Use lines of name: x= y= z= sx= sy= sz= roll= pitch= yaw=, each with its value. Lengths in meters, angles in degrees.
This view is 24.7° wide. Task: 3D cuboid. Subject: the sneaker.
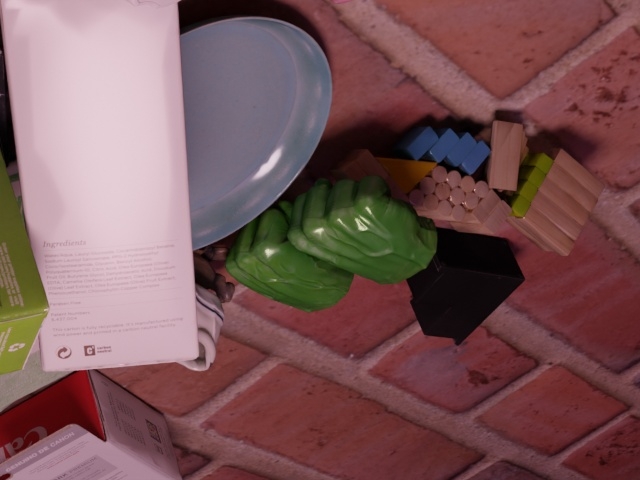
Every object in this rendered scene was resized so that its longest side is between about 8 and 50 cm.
sneaker: x=-0.183 y=0.081 z=1.638 sx=0.094 sy=0.091 sz=0.258 roll=-17 pitch=154 yaw=26

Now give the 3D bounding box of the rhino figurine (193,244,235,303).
rhino figurine: x=-0.211 y=0.079 z=1.798 sx=0.243 sy=0.073 sz=0.106 roll=-37 pitch=144 yaw=23

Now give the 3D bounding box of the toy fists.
toy fists: x=0.000 y=0.000 z=1.685 sx=0.142 sy=0.096 sz=0.279 roll=22 pitch=153 yaw=-32

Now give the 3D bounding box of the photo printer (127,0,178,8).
photo printer: x=-0.108 y=-0.349 z=1.113 sx=0.307 sy=0.256 sz=0.107 roll=-43 pitch=161 yaw=26

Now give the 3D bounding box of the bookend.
bookend: x=0.166 y=0.064 z=1.994 sx=0.156 sy=0.072 sz=0.157 roll=8 pitch=136 yaw=-36

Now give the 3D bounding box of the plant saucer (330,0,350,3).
plant saucer: x=0.135 y=-0.325 z=1.299 sx=0.332 sy=0.332 sz=0.084 roll=-29 pitch=101 yaw=9

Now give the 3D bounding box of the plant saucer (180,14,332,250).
plant saucer: x=-0.131 y=-0.114 z=1.554 sx=0.318 sy=0.043 sz=0.317 roll=-26 pitch=144 yaw=-20

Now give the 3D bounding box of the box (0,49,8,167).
box: x=-0.419 y=-0.144 z=1.310 sx=0.247 sy=0.142 sz=0.163 roll=-13 pitch=145 yaw=-19

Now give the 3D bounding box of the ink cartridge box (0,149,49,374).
ink cartridge box: x=-0.339 y=0.045 z=1.338 sx=0.097 sy=0.188 sz=0.255 roll=-10 pitch=156 yaw=-26

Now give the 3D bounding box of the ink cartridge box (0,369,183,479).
ink cartridge box: x=-0.388 y=0.310 z=1.961 sx=0.309 sy=0.130 sz=0.272 roll=-30 pitch=144 yaw=10

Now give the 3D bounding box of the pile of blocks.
pile of blocks: x=0.168 y=-0.077 z=1.799 sx=0.362 sy=0.149 sz=0.113 roll=10 pitch=178 yaw=-26

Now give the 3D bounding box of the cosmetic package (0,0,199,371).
cosmetic package: x=-0.200 y=-0.086 z=1.335 sx=0.155 sy=0.197 sz=0.365 roll=-4 pitch=119 yaw=-8

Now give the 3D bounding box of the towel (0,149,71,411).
towel: x=-0.297 y=0.031 z=1.590 sx=0.248 sy=0.038 sz=0.324 roll=-29 pitch=139 yaw=-36
